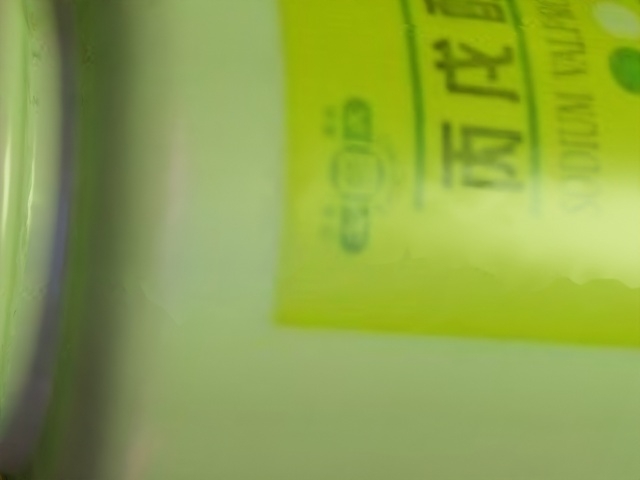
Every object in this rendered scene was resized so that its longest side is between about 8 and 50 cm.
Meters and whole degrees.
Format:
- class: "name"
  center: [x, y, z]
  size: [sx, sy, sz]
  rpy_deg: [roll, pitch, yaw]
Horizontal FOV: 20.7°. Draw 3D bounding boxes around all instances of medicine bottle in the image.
- class: "medicine bottle"
  center: [0.000, 0.000, 0.569]
  size: [0.379, 0.213, 0.213]
  rpy_deg: [4, 101, -18]
